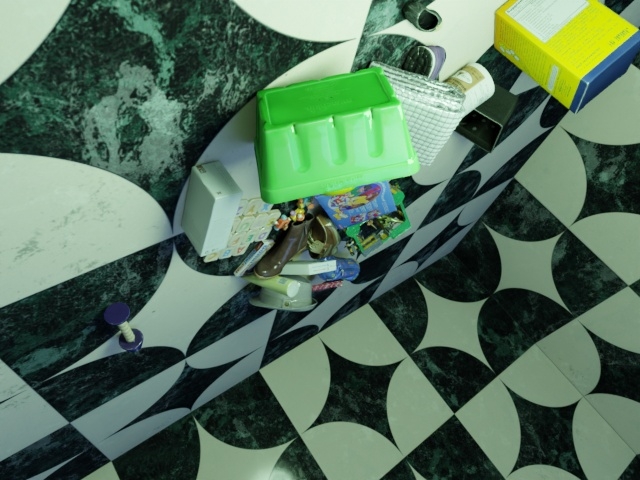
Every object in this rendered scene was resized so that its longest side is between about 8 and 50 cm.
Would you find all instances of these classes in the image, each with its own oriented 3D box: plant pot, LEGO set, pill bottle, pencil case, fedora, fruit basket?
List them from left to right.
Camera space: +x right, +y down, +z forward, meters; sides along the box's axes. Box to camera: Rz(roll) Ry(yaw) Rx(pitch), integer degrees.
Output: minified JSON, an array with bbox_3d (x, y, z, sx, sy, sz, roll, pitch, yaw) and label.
[{"bbox_3d":[-0.145,0.198,1.847,0.244,0.276,0.124,-50,149,-82],"label":"fedora"},{"bbox_3d":[0.027,-0.201,1.106,0.392,0.282,0.392,-8,139,-7],"label":"fruit basket"},{"bbox_3d":[0.092,0.136,2.188,0.306,0.133,0.119,11,92,-65],"label":"pencil case"},{"bbox_3d":[0.203,-0.100,1.888,0.331,0.192,0.255,-41,130,1],"label":"LEGO set"},{"bbox_3d":[0.437,-0.462,1.489,0.229,0.131,0.131,-37,159,-2],"label":"pill bottle"},{"bbox_3d":[0.639,-0.482,1.732,0.167,0.187,0.188,-46,161,-12],"label":"plant pot"}]

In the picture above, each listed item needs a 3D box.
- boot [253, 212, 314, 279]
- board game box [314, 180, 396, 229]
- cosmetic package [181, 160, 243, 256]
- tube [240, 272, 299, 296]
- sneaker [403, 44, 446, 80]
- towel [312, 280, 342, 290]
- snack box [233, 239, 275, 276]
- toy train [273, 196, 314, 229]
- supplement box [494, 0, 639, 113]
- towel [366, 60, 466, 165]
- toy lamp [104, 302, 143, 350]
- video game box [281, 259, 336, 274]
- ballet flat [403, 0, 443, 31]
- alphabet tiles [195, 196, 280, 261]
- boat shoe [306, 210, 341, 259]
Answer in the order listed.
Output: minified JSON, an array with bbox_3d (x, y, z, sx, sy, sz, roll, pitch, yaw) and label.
[{"bbox_3d":[-0.131,0.016,1.626,0.248,0.090,0.206,-34,155,-44],"label":"boot"},{"bbox_3d":[0.125,-0.157,1.575,0.234,0.078,0.347,-19,160,9],"label":"board game box"},{"bbox_3d":[-0.280,-0.076,1.154,0.086,0.117,0.231,-22,155,-38],"label":"cosmetic package"},{"bbox_3d":[-0.185,0.152,1.679,0.070,0.240,0.062,49,63,-46],"label":"tube"},{"bbox_3d":[0.282,-0.435,1.342,0.124,0.107,0.283,-28,158,-40],"label":"sneaker"},{"bbox_3d":[-0.056,0.234,2.120,0.275,0.031,0.199,-6,169,-34],"label":"towel"},{"bbox_3d":[-0.239,0.063,1.641,0.178,0.022,0.064,-47,159,23],"label":"snack box"},{"bbox_3d":[-0.079,-0.093,1.514,0.166,0.046,0.125,-50,165,23],"label":"toy train"},{"bbox_3d":[0.717,-0.591,1.355,0.194,0.356,0.195,-40,159,8],"label":"supplement box"},{"bbox_3d":[0.217,-0.340,1.238,0.235,0.284,0.121,115,-10,-61],"label":"towel"},{"bbox_3d":[-0.608,0.281,1.426,0.080,0.080,0.274,-27,155,-27],"label":"toy lamp"},{"bbox_3d":[-0.072,0.107,1.811,0.205,0.048,0.187,-2,-176,35],"label":"video game box"},{"bbox_3d":[0.261,-0.548,1.136,0.173,0.049,0.057,-11,148,-50],"label":"ballet flat"},{"bbox_3d":[-0.252,-0.031,1.427,0.284,0.021,0.278,-14,149,-48],"label":"alphabet tiles"},{"bbox_3d":[0.000,0.000,1.768,0.120,0.122,0.324,-28,158,-10],"label":"boat shoe"}]
